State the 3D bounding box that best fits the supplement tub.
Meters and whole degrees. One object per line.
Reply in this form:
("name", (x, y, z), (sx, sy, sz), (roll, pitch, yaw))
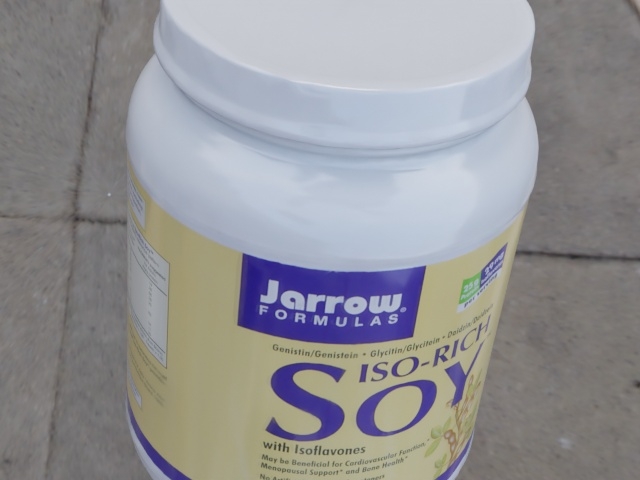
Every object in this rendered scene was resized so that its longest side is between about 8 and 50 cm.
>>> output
("supplement tub", (0.000, 0.000, 0.752), (0.241, 0.241, 0.331), (-1, 128, -10))
